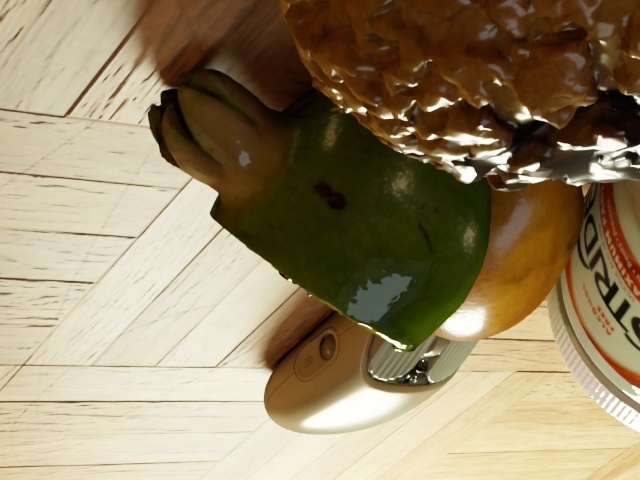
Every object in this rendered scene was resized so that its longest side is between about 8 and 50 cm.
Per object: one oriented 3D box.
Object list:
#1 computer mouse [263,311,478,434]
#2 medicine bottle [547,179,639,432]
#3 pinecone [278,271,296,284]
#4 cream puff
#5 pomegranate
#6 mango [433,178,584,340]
[{"bbox_3d":[0.049,0.117,1.489,0.145,0.082,0.236,9,142,-43],"label":"computer mouse"},{"bbox_3d":[0.330,0.011,1.279,0.252,0.253,0.241,-12,154,-14],"label":"medicine bottle"},{"bbox_3d":[0.000,0.000,1.250,0.083,0.077,0.077,-18,159,37],"label":"pinecone"},{"bbox_3d":[0.147,-0.151,0.832,0.342,0.231,0.327,-10,164,0],"label":"cream puff"},{"bbox_3d":[0.011,-0.045,1.102,0.159,0.240,0.190,-58,172,1],"label":"pomegranate"},{"bbox_3d":[0.131,-0.007,1.245,0.154,0.126,0.252,-32,164,-22],"label":"mango"}]
